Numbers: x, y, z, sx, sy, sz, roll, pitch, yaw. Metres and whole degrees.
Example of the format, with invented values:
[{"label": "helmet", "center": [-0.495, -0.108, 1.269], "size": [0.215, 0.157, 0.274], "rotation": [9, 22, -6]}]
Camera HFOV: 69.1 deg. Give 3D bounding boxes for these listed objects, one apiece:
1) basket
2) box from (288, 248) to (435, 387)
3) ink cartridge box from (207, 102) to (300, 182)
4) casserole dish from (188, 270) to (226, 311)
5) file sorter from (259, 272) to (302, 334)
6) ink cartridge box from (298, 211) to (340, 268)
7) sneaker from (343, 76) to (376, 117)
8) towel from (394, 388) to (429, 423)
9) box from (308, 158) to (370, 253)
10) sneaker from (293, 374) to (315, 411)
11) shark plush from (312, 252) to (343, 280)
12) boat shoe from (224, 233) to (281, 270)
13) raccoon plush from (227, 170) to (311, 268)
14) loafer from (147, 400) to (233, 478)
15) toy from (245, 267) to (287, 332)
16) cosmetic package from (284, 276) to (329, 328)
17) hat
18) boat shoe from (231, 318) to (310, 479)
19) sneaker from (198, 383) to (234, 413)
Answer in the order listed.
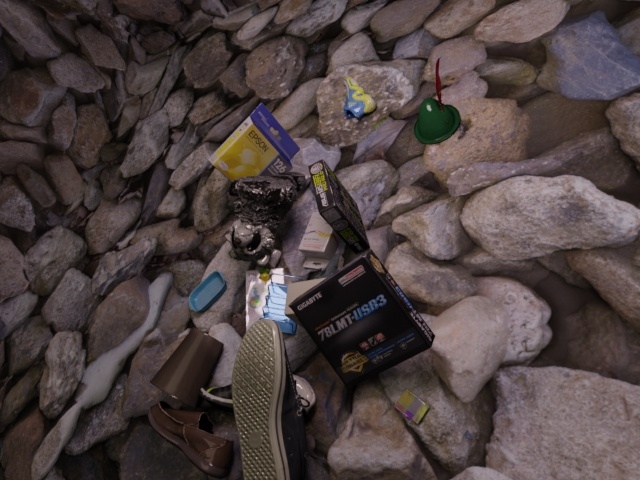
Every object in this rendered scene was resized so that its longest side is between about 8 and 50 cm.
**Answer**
[{"label": "basket", "center": [-0.449, 0.430, 1.613], "size": [0.205, 0.154, 0.226], "rotation": [15, 66, 33]}, {"label": "box", "center": [0.105, 0.218, 1.267], "size": [0.296, 0.293, 0.073], "rotation": [-35, 1, 29]}, {"label": "ink cartridge box", "center": [-0.248, -0.341, 1.888], "size": [0.307, 0.303, 0.072], "rotation": [-45, 49, 1]}, {"label": "casserole dish", "center": [-0.439, 0.205, 1.832], "size": [0.188, 0.037, 0.114], "rotation": [-45, 46, -1]}, {"label": "file sorter", "center": [-0.129, 0.208, 1.543], "size": [0.118, 0.104, 0.170], "rotation": [9, 62, 3]}, {"label": "ink cartridge box", "center": [0.000, 0.000, 1.652], "size": [0.115, 0.067, 0.198], "rotation": [4, 63, 35]}, {"label": "sneaker", "center": [0.128, -0.594, 1.951], "size": [0.126, 0.091, 0.240], "rotation": [-39, 47, 7]}, {"label": "towel", "center": [0.241, 0.439, 1.233], "size": [0.083, 0.009, 0.060], "rotation": [30, 79, 42]}, {"label": "box", "center": [0.064, -0.108, 1.543], "size": [0.060, 0.270, 0.216], "rotation": [-26, 50, 16]}, {"label": "sneaker", "center": [-0.136, 0.426, 1.424], "size": [0.292, 0.118, 0.110], "rotation": [28, 77, 41]}, {"label": "shark plush", "center": [0.013, 0.102, 1.574], "size": [0.161, 0.067, 0.073], "rotation": [-28, 49, 15]}, {"label": "boat shoe", "center": [-0.255, 0.023, 1.794], "size": [0.277, 0.098, 0.096], "rotation": [28, 77, 32]}, {"label": "raccoon plush", "center": [-0.163, -0.080, 1.731], "size": [0.216, 0.447, 0.298], "rotation": [21, 114, 37]}, {"label": "loafer", "center": [-0.403, 0.606, 1.486], "size": [0.366, 0.133, 0.130], "rotation": [22, 70, 31]}, {"label": "toy", "center": [-0.190, 0.214, 1.628], "size": [0.137, 0.056, 0.237], "rotation": [-4, 62, -3]}, {"label": "cosmetic package", "center": [0.063, 0.188, 1.420], "size": [0.310, 0.160, 0.113], "rotation": [-13, 55, 28]}, {"label": "hat", "center": [0.380, -0.477, 1.637], "size": [0.173, 0.183, 0.208], "rotation": [-16, 53, 25]}, {"label": "boat shoe", "center": [-0.130, 0.471, 1.292], "size": [0.187, 0.156, 0.499], "rotation": [-20, 69, 32]}, {"label": "sneaker", "center": [-0.283, 0.501, 1.507], "size": [0.235, 0.084, 0.097], "rotation": [6, 51, 27]}]
